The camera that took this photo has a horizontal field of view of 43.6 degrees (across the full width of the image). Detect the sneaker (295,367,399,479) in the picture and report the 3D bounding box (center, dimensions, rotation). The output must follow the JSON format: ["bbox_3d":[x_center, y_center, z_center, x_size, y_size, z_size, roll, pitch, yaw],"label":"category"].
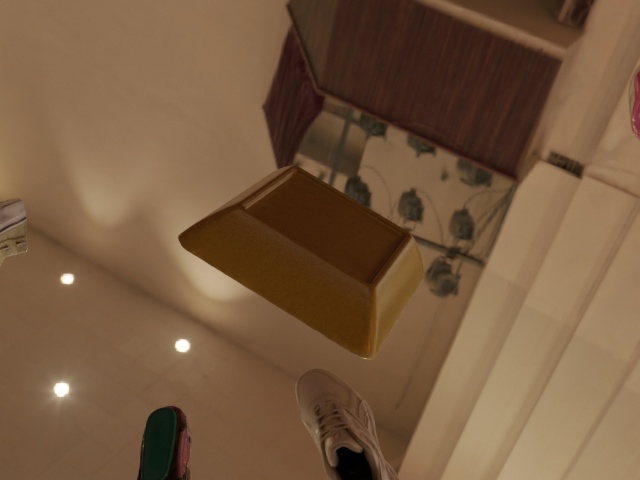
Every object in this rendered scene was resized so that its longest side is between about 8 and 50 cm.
[{"bbox_3d":[0.031,0.251,1.024,0.090,0.115,0.232,-33,-122,-1],"label":"sneaker"}]

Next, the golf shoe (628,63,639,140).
[{"bbox_3d":[0.420,-0.177,0.924,0.306,0.115,0.140,11,-119,-51],"label":"golf shoe"}]

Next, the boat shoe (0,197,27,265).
[{"bbox_3d":[-0.509,0.010,1.189,0.109,0.094,0.302,-13,-167,9],"label":"boat shoe"}]

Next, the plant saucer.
[{"bbox_3d":[0.000,0.000,1.242,0.332,0.081,0.333,31,-153,8],"label":"plant saucer"}]

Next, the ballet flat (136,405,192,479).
[{"bbox_3d":[-0.177,0.294,0.903,0.076,0.079,0.222,-17,-139,18],"label":"ballet flat"}]
